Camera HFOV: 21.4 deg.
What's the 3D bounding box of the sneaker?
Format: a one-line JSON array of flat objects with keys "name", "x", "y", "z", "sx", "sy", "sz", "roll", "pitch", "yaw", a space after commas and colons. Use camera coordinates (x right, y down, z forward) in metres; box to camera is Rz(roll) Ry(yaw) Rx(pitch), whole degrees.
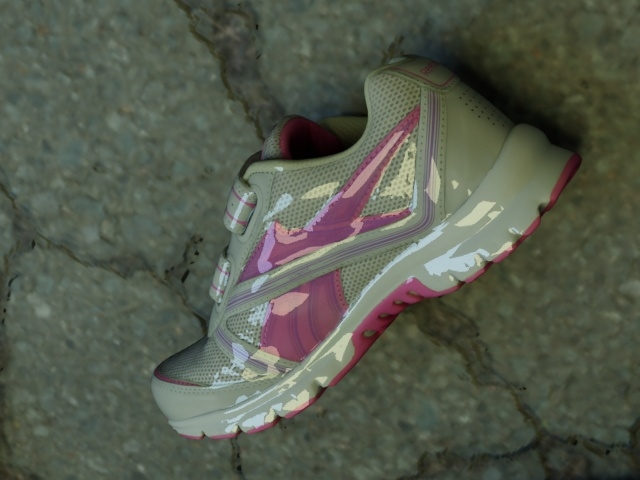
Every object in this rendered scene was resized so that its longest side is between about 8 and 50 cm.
[{"name": "sneaker", "x": 0.000, "y": 0.000, "z": 0.813, "sx": 0.252, "sy": 0.103, "sz": 0.111, "roll": -39, "pitch": 92, "yaw": 26}]
